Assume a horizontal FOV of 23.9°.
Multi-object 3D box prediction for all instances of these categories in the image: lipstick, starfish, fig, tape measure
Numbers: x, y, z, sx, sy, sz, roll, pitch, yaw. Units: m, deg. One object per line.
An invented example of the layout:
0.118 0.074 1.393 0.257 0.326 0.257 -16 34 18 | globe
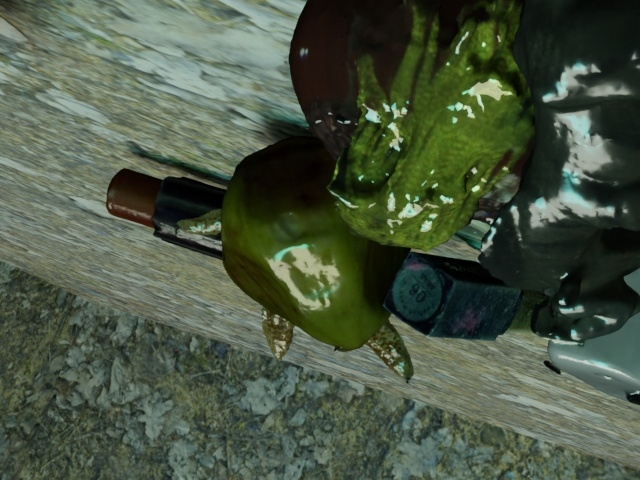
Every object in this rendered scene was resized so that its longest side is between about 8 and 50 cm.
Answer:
0.161 0.052 1.224 0.051 0.051 0.312 31 -167 34 | lipstick
0.004 0.042 1.334 0.277 0.062 0.235 15 135 7 | starfish
0.000 0.000 1.135 0.165 0.154 0.144 56 -154 -12 | fig
0.283 0.084 1.103 0.197 0.120 0.236 11 171 28 | tape measure
-0.062 -0.005 1.425 0.300 0.081 0.081 16 170 13 | lipstick

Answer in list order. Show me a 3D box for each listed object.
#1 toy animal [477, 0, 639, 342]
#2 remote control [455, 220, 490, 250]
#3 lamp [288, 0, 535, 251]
0.127 -0.046 0.577 0.148 0.084 0.232 -14 136 0 | toy animal
0.139 -0.005 1.113 0.078 0.042 0.221 21 173 43 | remote control
0.055 -0.059 0.686 0.156 0.135 0.157 12 170 44 | lamp
